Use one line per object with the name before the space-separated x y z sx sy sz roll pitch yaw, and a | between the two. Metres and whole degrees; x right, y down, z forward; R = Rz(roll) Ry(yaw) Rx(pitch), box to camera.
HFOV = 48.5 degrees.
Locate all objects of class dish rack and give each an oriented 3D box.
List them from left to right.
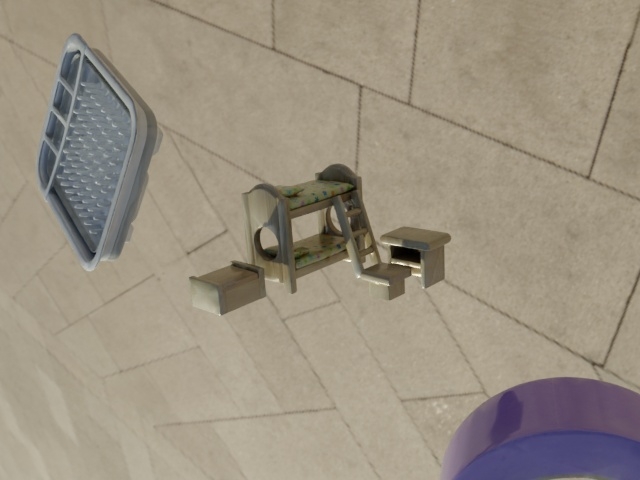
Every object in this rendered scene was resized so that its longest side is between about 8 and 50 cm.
dish rack | -0.351 -0.141 1.124 0.333 0.072 0.285 47 122 41

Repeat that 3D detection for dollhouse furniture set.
dollhouse furniture set | 0.000 0.000 0.638 0.161 0.182 0.101 11 112 41

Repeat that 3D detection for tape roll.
tape roll | 0.171 0.194 0.478 0.189 0.080 0.189 4 105 15
